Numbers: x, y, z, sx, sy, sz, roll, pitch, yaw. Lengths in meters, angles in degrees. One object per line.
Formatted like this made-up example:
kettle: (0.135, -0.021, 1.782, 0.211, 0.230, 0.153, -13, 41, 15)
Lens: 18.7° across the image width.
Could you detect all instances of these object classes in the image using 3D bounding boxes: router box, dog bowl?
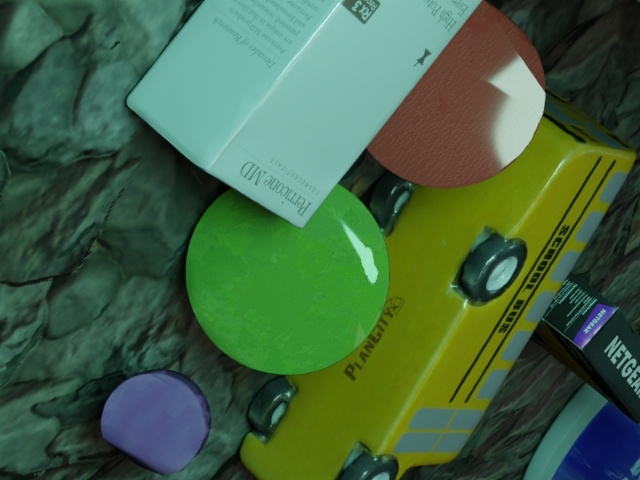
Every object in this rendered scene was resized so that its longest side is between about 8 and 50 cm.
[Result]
router box: (0.187, 0.060, 1.479, 0.046, 0.133, 0.179, -49, 147, -3)
dog bowl: (0.310, 0.210, 1.809, 0.265, 0.104, 0.265, -31, 143, -27)

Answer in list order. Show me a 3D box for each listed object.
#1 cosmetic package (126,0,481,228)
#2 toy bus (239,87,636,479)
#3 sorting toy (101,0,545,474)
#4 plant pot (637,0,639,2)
cosmetic package: (0.009, -0.130, 1.116, 0.231, 0.085, 0.117, -53, 147, 3)
toy bus: (0.078, 0.050, 1.362, 0.130, 0.108, 0.332, 6, 118, -54)
sorting toy: (0.000, 0.000, 1.254, 0.365, 0.127, 0.126, -49, 178, 4)
plant pot: (0.204, -0.240, 1.048, 0.256, 0.274, 0.256, -31, 138, -33)
